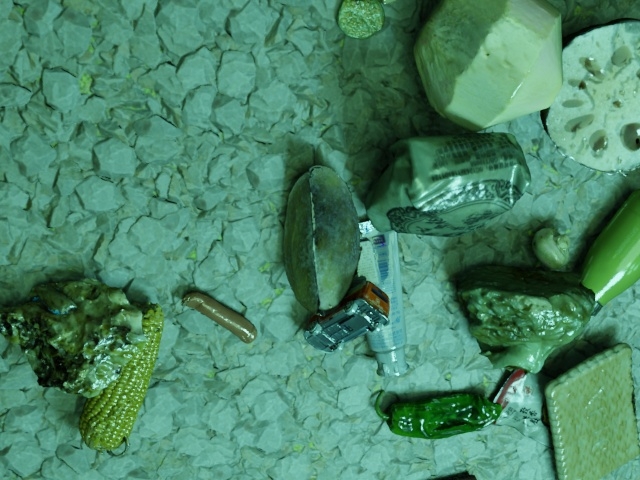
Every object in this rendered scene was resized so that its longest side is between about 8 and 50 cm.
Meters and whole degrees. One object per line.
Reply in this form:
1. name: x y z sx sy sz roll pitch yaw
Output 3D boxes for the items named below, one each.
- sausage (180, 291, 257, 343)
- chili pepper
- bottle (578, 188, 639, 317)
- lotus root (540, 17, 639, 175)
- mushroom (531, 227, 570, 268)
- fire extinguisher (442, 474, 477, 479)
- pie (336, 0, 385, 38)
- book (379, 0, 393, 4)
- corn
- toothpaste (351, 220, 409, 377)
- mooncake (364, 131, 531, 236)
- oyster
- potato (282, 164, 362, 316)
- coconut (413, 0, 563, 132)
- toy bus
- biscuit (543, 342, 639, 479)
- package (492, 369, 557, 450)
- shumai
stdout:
1. sausage: -0.180 0.136 1.502 0.158 0.036 0.042 33 63 -22
2. chili pepper: 0.234 0.349 1.657 0.256 0.074 0.100 -3 108 -15
3. bottle: 0.580 0.030 1.611 0.112 0.112 0.260 34 98 -21
4. lotus root: 0.500 -0.265 1.457 0.272 0.192 0.272 -1 111 -3
5. mushroom: 0.445 0.014 1.589 0.067 0.084 0.083 -28 118 35
6. fire extinguisher: 0.250 0.531 1.738 0.157 0.045 0.078 -9 132 -12
7. pie: 0.070 -0.379 1.401 0.085 0.017 0.085 -4 108 -13
8. book: 0.177 -0.449 1.326 0.230 0.161 0.026 -22 127 -6
9. corn: -0.350 0.241 1.462 0.106 0.106 0.293 15 104 -18
10. toothpaste: 0.110 0.106 1.552 0.114 0.073 0.299 -12 103 -2
11. mooncake: 0.218 -0.087 1.409 0.254 0.250 0.136 -7 76 -12
12. oyster: -0.413 0.154 1.389 0.223 0.083 0.214 -39 87 3
13. potato: -0.002 -0.002 1.485 0.120 0.100 0.261 -6 95 -42
14. coconut: 0.281 -0.304 1.349 0.259 0.259 0.259 -4 109 -12
15. toy bus: 0.047 0.139 1.504 0.079 0.077 0.174 38 133 -21
16. biscuit: 0.570 0.375 1.734 0.217 0.044 0.325 -25 120 -12
17. package: 0.467 0.352 1.736 0.239 0.030 0.154 24 103 -21
18. shumai: 0.376 0.160 1.560 0.255 0.189 0.218 7 114 5
